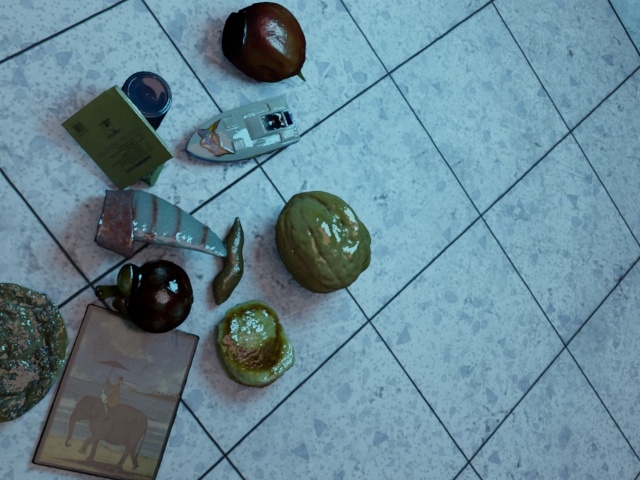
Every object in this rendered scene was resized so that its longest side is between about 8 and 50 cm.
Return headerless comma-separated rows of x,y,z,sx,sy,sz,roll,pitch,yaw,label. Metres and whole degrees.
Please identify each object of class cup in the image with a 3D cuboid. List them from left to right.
-0.410,-0.294,1.406,0.113,0.138,0.150,43,67,-14,cup

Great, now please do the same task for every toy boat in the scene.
-0.344,-0.029,1.398,0.282,0.096,0.206,11,41,-16,toy boat
-0.193,-0.259,1.533,0.295,0.088,0.129,-22,92,-27,toy boat

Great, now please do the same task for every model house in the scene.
-0.409,-0.176,1.442,0.083,0.066,0.078,23,84,-3,model house

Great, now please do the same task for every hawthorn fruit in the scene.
-0.120,-0.473,1.553,0.251,0.189,0.189,36,69,-25,hawthorn fruit

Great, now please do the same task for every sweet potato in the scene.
-0.211,0.050,1.501,0.065,0.051,0.218,17,76,-20,sweet potato

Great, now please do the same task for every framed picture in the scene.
-0.437,0.339,1.374,0.265,0.016,0.347,22,73,-21,framed picture

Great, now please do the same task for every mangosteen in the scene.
-0.364,0.117,1.350,0.184,0.172,0.172,25,71,-43,mangosteen

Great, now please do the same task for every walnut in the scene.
0.000,0.000,1.525,0.257,0.257,0.224,61,32,-6,walnut

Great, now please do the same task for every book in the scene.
-0.440,-0.218,1.363,0.192,0.168,0.013,53,24,-23,book

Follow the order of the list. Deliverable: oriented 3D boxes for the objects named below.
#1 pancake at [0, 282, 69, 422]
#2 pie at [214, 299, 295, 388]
-0.648,0.226,1.269,0.282,0.049,0.282,4,80,-25,pancake
-0.155,0.244,1.482,0.179,0.084,0.205,-27,92,-26,pie
